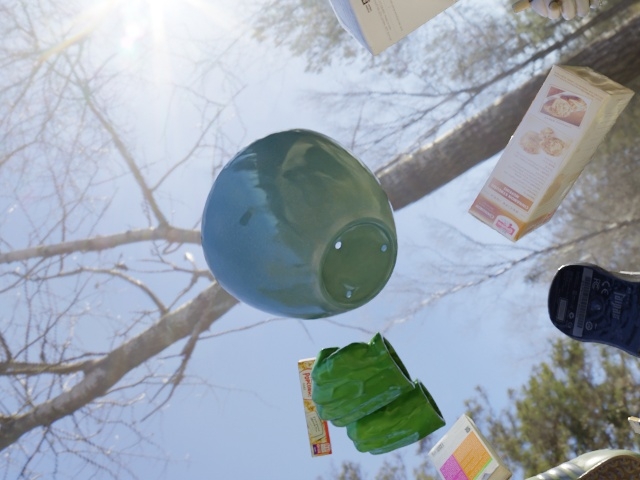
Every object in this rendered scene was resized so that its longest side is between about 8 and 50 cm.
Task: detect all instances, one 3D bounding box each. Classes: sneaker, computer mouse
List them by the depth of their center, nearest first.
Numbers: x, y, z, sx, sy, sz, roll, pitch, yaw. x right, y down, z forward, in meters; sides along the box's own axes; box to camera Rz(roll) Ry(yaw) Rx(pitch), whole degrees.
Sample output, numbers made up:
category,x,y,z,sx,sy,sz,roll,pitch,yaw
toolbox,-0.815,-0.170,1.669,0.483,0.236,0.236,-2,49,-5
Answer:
category,x,y,z,sx,sy,sz,roll,pitch,yaw
computer mouse,0.359,0.121,0.740,0.060,0.262,0.184,6,-91,-22
sneaker,0.290,0.291,0.761,0.086,0.192,0.064,10,-128,-58

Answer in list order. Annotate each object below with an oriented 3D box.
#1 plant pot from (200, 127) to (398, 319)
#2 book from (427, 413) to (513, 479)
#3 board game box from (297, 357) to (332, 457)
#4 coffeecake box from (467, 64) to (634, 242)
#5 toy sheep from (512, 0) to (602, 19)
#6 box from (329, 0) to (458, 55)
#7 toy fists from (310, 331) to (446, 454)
category,x,y,z,sx,sy,sz,roll,pitch,yaw
plant pot,0.000,0.000,0.959,0.290,0.290,0.195,26,-177,-40
book,0.233,0.356,1.057,0.035,0.096,0.144,38,-173,-21
board game box,-0.013,0.351,1.413,0.147,0.045,0.194,91,169,-82
coffeecake box,0.266,-0.102,0.760,0.068,0.186,0.142,37,-150,22
toy sheep,0.281,-0.291,0.743,0.091,0.132,0.091,-15,-90,-70
box,0.096,-0.407,0.963,0.181,0.181,0.119,55,-178,-45
toy fists,0.080,0.241,1.007,0.279,0.142,0.096,52,-170,-45
